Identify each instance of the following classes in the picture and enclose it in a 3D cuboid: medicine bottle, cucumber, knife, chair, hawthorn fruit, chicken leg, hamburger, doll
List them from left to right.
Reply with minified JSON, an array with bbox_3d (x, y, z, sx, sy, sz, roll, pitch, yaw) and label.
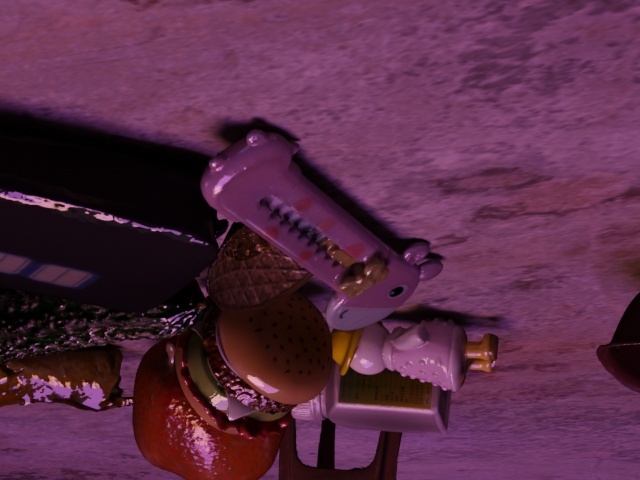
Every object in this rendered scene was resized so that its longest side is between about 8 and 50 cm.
[{"bbox_3d":[-0.444,0.172,2.207,0.429,0.153,0.201,3,176,-13],"label":"chicken leg"},{"bbox_3d":[-0.256,0.075,1.877,0.359,0.096,0.096,-12,155,41],"label":"cucumber"},{"bbox_3d":[-0.146,0.194,2.084,0.199,0.199,0.251,1,148,17],"label":"hawthorn fruit"},{"bbox_3d":[-0.065,0.118,1.845,0.175,0.175,0.137,18,143,-34],"label":"hamburger"},{"bbox_3d":[0.000,0.001,1.558,0.132,0.038,0.398,-35,148,10],"label":"knife"},{"bbox_3d":[0.029,0.355,2.269,0.175,0.326,0.183,1,162,13],"label":"chair"},{"bbox_3d":[0.062,0.184,2.106,0.188,0.088,0.132,3,162,11],"label":"medicine bottle"},{"bbox_3d":[0.097,0.124,1.918,0.207,0.081,0.129,5,155,10],"label":"doll"}]

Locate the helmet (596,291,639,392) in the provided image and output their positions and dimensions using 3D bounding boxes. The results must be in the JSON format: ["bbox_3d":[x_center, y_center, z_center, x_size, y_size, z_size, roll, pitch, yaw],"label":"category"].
[{"bbox_3d":[0.352,0.086,1.660,0.175,0.106,0.155,20,159,-28],"label":"helmet"}]

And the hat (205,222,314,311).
[{"bbox_3d":[-0.058,-0.007,1.600,0.146,0.067,0.146,-25,146,-19],"label":"hat"}]

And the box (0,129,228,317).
[{"bbox_3d":[-0.285,-0.021,1.580,0.350,0.091,0.359,13,162,-17],"label":"box"}]
